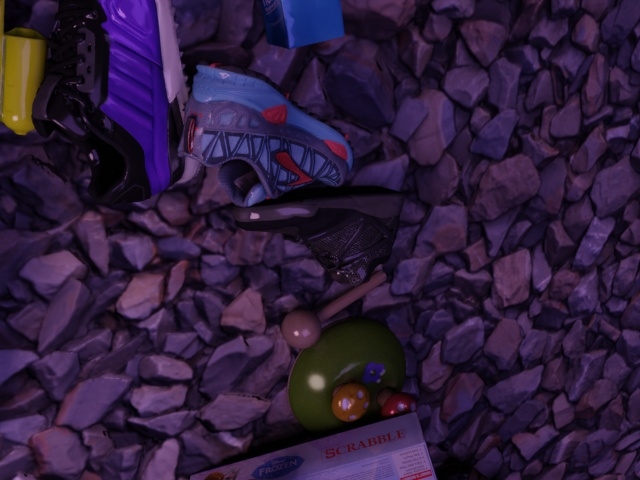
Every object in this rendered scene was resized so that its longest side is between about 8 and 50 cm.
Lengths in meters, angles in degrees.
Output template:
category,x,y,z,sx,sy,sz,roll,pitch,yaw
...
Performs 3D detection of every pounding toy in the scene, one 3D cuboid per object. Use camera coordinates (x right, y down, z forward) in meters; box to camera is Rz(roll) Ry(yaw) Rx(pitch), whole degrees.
category,x,y,z,sx,sy,sz,roll,pitch,yaw
pounding toy,0.054,0.185,0.998,0.183,0.110,0.237,-21,117,-20

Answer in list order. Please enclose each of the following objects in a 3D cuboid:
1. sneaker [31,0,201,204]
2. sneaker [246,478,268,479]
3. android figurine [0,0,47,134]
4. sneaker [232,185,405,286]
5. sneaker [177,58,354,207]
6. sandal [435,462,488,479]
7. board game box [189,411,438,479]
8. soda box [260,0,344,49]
category,x,y,z,sx,sy,sz,roll,pitch,yaw
sneaker,-0.213,-0.164,0.706,0.146,0.102,0.293,-35,123,-38
sneaker,-0.132,0.359,0.890,0.226,0.086,0.163,0,129,-15
android figurine,-0.383,-0.149,0.677,0.248,0.056,0.273,3,105,-29
sneaker,0.000,0.000,0.914,0.227,0.087,0.130,-3,103,-33
sneaker,-0.063,-0.094,0.805,0.262,0.104,0.125,24,88,-54
sandal,0.211,0.396,1.161,0.303,0.120,0.086,11,89,-30
board game box,0.024,0.411,1.023,0.319,0.066,0.318,-16,118,5
soda box,-0.032,-0.318,0.790,0.071,0.067,0.210,-19,116,-20
